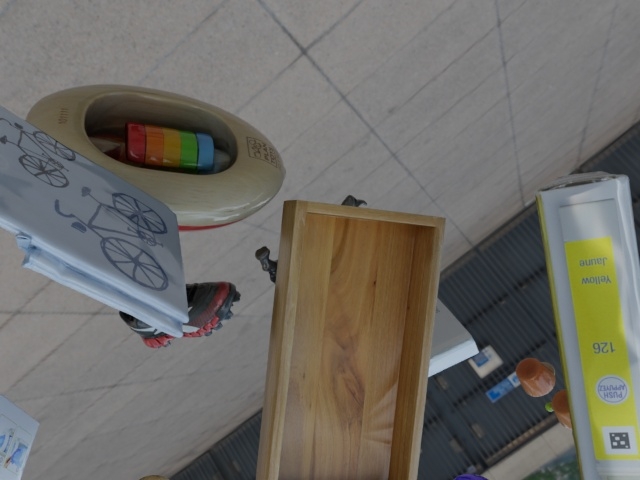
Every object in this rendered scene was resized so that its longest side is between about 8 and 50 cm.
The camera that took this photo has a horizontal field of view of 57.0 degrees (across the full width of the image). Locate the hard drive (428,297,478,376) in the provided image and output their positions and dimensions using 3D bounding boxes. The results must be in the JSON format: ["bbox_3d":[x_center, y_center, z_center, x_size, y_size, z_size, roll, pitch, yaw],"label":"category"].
[{"bbox_3d":[0.102,0.231,1.149,0.353,0.047,0.233,-25,-163,0],"label":"hard drive"}]

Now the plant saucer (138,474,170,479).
[{"bbox_3d":[-0.368,0.549,1.294,0.084,0.015,0.083,-4,121,-7],"label":"plant saucer"}]

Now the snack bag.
[{"bbox_3d":[-0.307,-0.049,0.687,0.343,0.323,0.037,34,101,-27],"label":"snack bag"}]

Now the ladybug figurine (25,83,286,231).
[{"bbox_3d":[-0.278,-0.131,1.045,0.450,0.304,0.161,8,137,-24],"label":"ladybug figurine"}]

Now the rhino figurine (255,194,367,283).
[{"bbox_3d":[0.000,0.000,1.027,0.243,0.073,0.106,-41,129,-28],"label":"rhino figurine"}]

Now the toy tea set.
[{"bbox_3d":[0.566,0.328,1.219,0.200,0.124,0.336,-44,-153,-1],"label":"toy tea set"}]

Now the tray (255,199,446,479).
[{"bbox_3d":[0.035,0.162,0.770,0.203,0.410,0.076,6,-178,-18],"label":"tray"}]

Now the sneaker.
[{"bbox_3d":[-0.277,0.124,1.114,0.276,0.097,0.135,-20,129,34],"label":"sneaker"}]

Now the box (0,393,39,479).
[{"bbox_3d":[-0.465,0.238,0.731,0.114,0.103,0.203,-2,142,7],"label":"box"}]

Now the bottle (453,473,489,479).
[{"bbox_3d":[0.273,0.457,0.814,0.092,0.283,0.118,22,101,-31],"label":"bottle"}]

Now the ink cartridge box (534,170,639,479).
[{"bbox_3d":[0.248,0.094,0.515,0.072,0.306,0.304,-6,-176,23],"label":"ink cartridge box"}]
